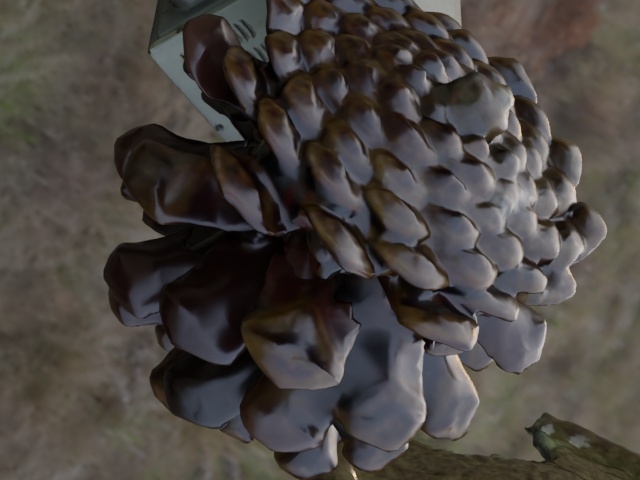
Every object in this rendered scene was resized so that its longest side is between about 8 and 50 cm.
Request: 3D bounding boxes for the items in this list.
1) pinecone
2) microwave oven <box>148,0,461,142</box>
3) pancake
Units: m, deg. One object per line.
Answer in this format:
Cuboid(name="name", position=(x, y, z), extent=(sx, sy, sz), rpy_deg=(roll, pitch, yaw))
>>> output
Cuboid(name="pinecone", position=(0.007, 0.007, 0.932), extent=(0.264, 0.264, 0.264), rpy_deg=(-48, 158, -27))
Cuboid(name="microwave oven", position=(-0.010, -0.168, 1.159), extent=(0.145, 0.194, 0.240), rpy_deg=(-29, -146, 25))
Cuboid(name="pancake", position=(0.132, 0.163, 1.102), extent=(0.286, 0.288, 0.033), rpy_deg=(-52, 157, -70))
